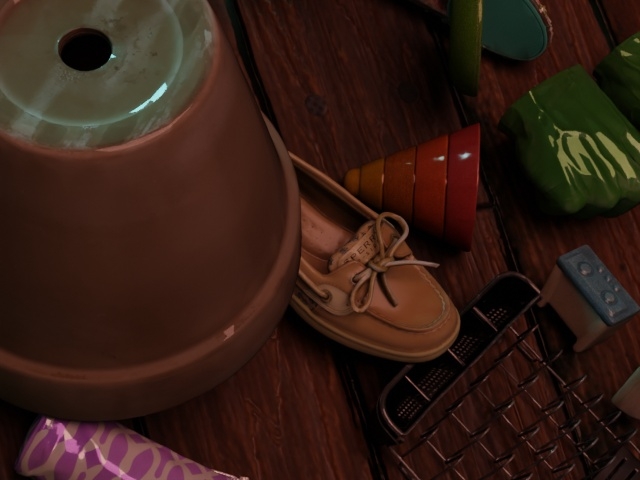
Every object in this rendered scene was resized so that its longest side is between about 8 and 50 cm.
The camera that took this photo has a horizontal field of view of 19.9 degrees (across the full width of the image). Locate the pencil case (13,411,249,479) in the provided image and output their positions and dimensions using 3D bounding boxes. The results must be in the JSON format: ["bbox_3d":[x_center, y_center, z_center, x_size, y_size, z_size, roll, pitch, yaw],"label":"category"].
[{"bbox_3d":[-0.143,0.191,1.463,0.206,0.086,0.088,29,74,-9],"label":"pencil case"}]

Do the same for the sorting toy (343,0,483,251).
[{"bbox_3d":[0.089,-0.174,1.681,0.126,0.127,0.366,2,86,4],"label":"sorting toy"}]

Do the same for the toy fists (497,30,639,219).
[{"bbox_3d":[0.295,-0.105,1.761,0.279,0.096,0.142,-27,72,-39],"label":"toy fists"}]

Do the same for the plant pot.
[{"bbox_3d":[-0.171,-0.065,1.376,0.323,0.280,0.323,1,60,-2],"label":"plant pot"}]

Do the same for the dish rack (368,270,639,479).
[{"bbox_3d":[0.187,0.187,1.609,0.271,0.074,0.208,47,60,2],"label":"dish rack"}]

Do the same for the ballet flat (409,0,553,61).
[{"bbox_3d":[0.124,-0.260,1.775,0.241,0.091,0.077,29,28,-13],"label":"ballet flat"}]

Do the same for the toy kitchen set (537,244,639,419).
[{"bbox_3d":[0.338,0.050,1.697,0.207,0.122,0.166,-20,63,-38],"label":"toy kitchen set"}]

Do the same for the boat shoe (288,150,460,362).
[{"bbox_3d":[0.000,0.000,1.570,0.285,0.089,0.104,33,55,10],"label":"boat shoe"}]
